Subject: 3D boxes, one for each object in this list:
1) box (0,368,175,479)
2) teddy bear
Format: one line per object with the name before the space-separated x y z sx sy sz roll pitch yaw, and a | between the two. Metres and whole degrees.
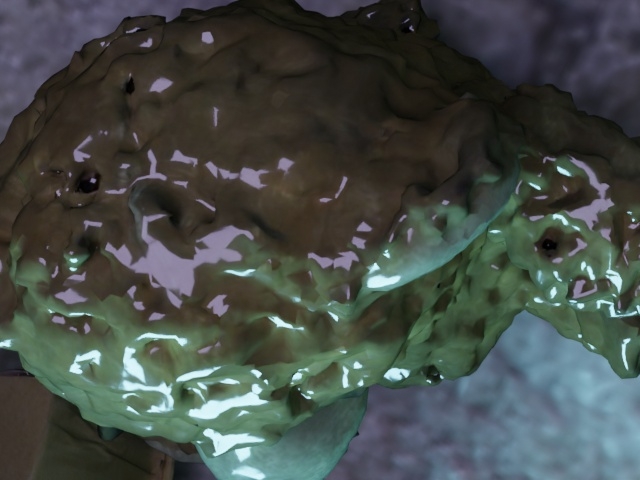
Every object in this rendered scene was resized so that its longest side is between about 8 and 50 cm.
box | -0.149 0.106 0.656 0.177 0.111 0.111 -1 101 22
teddy bear | 0.000 0.000 0.495 0.267 0.256 0.156 -14 91 22
